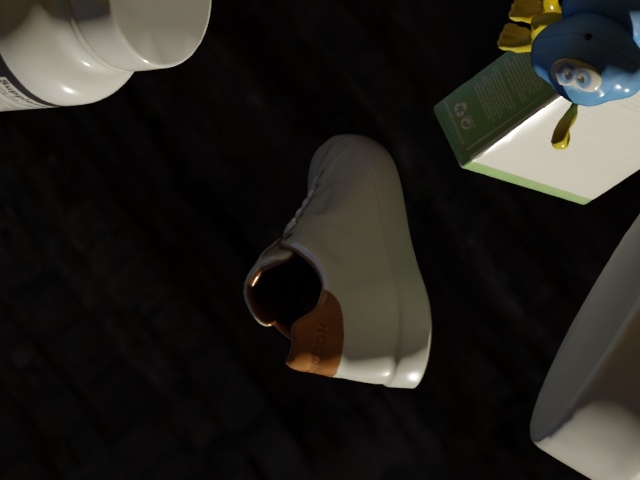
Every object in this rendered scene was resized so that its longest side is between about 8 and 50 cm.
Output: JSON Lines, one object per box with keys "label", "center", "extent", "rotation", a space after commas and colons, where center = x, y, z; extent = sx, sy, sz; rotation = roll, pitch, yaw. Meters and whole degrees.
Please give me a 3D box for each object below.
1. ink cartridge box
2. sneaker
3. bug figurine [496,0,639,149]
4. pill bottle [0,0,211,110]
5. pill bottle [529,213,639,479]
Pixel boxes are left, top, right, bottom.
{"label": "ink cartridge box", "center": [0.214, -0.112, 1.051], "extent": [0.171, 0.235, 0.056], "rotation": [13, -132, -51]}
{"label": "sneaker", "center": [0.000, 0.000, 1.231], "extent": [0.123, 0.106, 0.290], "rotation": [3, -150, -11]}
{"label": "bug figurine", "center": [0.211, -0.107, 0.585], "extent": [0.279, 0.216, 0.072], "rotation": [14, 159, 16]}
{"label": "pill bottle", "center": [-0.155, -0.120, 0.821], "extent": [0.108, 0.193, 0.108], "rotation": [2, -93, -56]}
{"label": "pill bottle", "center": [0.330, 0.126, 0.886], "extent": [0.392, 0.224, 0.224], "rotation": [29, -170, 2]}
